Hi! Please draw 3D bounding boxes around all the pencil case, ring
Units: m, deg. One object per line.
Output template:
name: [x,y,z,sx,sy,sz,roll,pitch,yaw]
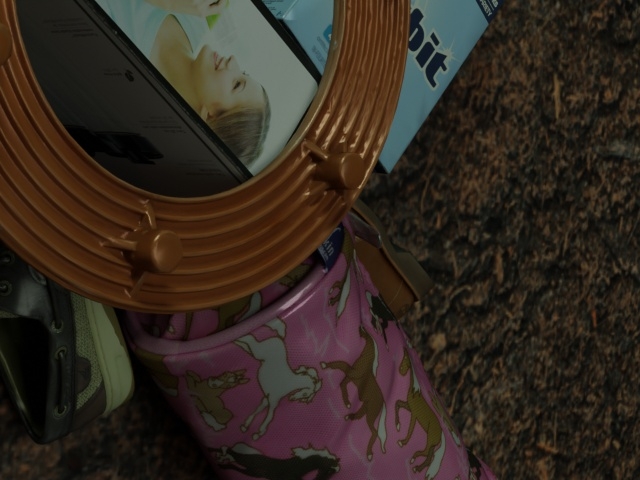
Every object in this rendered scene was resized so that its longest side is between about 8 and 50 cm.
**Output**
pencil case: [0.019,0.134,0.990,0.167,0.160,0.386,-24,125,8]
ring: [-0.059,-0.129,0.727,0.336,0.032,0.336,-4,96,-46]

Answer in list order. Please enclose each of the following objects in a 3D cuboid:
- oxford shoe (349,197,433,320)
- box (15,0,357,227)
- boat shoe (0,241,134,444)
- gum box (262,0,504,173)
oxford shoe: [0.000,0.000,1.016,0.076,0.076,0.212,-48,126,-7]
box: [-0.129,-0.126,0.797,0.290,0.169,0.087,48,60,-37]
boat shoe: [-0.174,0.022,0.834,0.073,0.080,0.223,-43,129,-38]
gum box: [0.046,-0.169,1.055,0.184,0.041,0.157,-56,130,-23]
